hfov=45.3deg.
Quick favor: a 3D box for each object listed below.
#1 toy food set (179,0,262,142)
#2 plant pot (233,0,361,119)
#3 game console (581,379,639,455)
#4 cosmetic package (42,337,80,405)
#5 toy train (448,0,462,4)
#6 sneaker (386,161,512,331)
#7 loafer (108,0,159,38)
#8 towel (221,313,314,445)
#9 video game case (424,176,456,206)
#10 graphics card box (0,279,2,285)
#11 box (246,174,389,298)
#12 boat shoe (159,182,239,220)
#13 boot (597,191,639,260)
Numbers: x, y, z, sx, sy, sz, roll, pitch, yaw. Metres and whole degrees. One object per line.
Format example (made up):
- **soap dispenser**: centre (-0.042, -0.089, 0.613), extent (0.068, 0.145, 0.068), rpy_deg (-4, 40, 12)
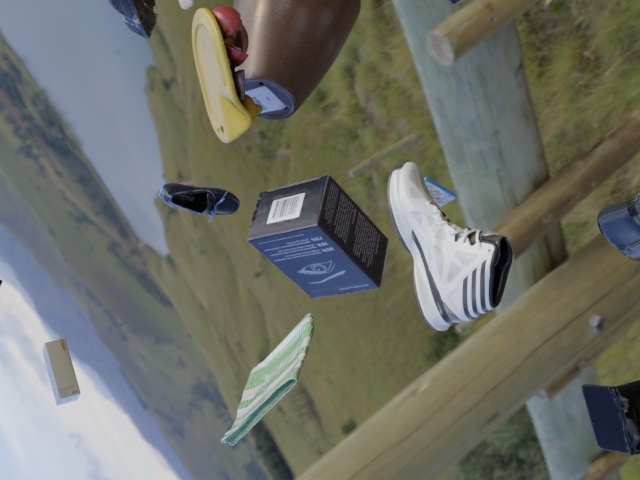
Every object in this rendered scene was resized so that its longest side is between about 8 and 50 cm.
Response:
- **toy food set**: centre (-0.119, -0.243, 1.026), extent (0.128, 0.071, 0.217), rpy_deg (-4, 100, 67)
- **plant pot**: centre (-0.063, -0.322, 1.269), extent (0.216, 0.230, 0.215), rpy_deg (13, 155, 6)
- **game console**: centre (0.526, 0.299, 1.323), extent (0.071, 0.107, 0.122), rpy_deg (-68, -39, -85)
- **cosmetic package**: centre (-0.499, 0.252, 1.475), extent (0.060, 0.041, 0.115), rpy_deg (-45, 61, 56)
- **toy train**: centre (0.230, -0.638, 1.531), extent (0.190, 0.142, 0.334), rpy_deg (-23, 116, 38)
- **sneaker**: centre (0.340, -0.020, 1.918), extent (0.258, 0.169, 0.447), rpy_deg (-24, 75, 34)
- **loafer**: centre (-0.428, -0.549, 1.773), extent (0.080, 0.078, 0.220), rpy_deg (28, 171, 3)
- **towel**: centre (-0.112, 0.315, 1.783), extent (0.038, 0.248, 0.325), rpy_deg (42, -160, -6)
- **video game case**: centre (0.314, -0.129, 2.326), extent (0.119, 0.015, 0.166), rpy_deg (27, 148, -21)
- **graphics card box**: centre (-0.787, 0.137, 1.483), extent (0.094, 0.232, 0.371), rpy_deg (21, 170, 11)
- **box**: centre (0.000, 0.000, 1.336), extent (0.153, 0.108, 0.207), rpy_deg (-11, 141, 33)
- **boat shoe**: centre (-0.354, -0.106, 2.295), extent (0.089, 0.258, 0.108), rpy_deg (38, 120, 50)
- **boot**: centre (0.605, -0.002, 1.285), extent (0.247, 0.094, 0.207), rpy_deg (34, 171, 6)
